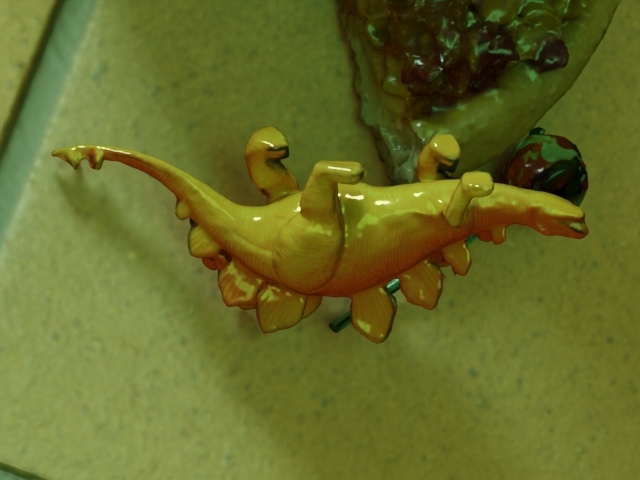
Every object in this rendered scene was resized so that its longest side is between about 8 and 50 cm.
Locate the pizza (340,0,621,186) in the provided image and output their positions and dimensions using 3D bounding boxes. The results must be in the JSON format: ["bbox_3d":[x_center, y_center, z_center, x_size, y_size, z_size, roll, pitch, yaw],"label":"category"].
[{"bbox_3d":[0.083,-0.181,0.999,0.229,0.081,0.289,39,74,-18],"label":"pizza"}]

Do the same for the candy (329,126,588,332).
[{"bbox_3d":[0.080,0.000,1.015,0.185,0.049,0.055,-34,113,-13],"label":"candy"}]

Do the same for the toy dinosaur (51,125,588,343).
[{"bbox_3d":[0.000,0.000,0.944,0.288,0.070,0.117,2,119,-3],"label":"toy dinosaur"}]
